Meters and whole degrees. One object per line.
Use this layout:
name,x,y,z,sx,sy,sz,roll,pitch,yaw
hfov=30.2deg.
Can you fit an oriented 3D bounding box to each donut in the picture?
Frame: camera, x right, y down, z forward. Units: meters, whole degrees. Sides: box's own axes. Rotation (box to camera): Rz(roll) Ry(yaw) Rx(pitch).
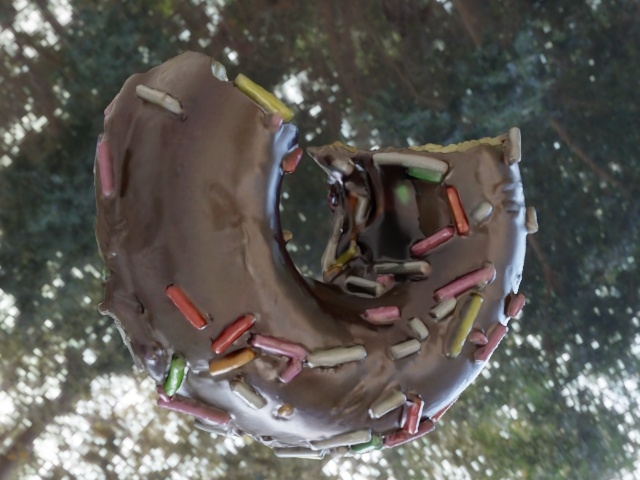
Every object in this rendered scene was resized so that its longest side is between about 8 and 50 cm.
donut,0.002,0.023,0.838,0.136,0.345,0.259,-11,-109,56
